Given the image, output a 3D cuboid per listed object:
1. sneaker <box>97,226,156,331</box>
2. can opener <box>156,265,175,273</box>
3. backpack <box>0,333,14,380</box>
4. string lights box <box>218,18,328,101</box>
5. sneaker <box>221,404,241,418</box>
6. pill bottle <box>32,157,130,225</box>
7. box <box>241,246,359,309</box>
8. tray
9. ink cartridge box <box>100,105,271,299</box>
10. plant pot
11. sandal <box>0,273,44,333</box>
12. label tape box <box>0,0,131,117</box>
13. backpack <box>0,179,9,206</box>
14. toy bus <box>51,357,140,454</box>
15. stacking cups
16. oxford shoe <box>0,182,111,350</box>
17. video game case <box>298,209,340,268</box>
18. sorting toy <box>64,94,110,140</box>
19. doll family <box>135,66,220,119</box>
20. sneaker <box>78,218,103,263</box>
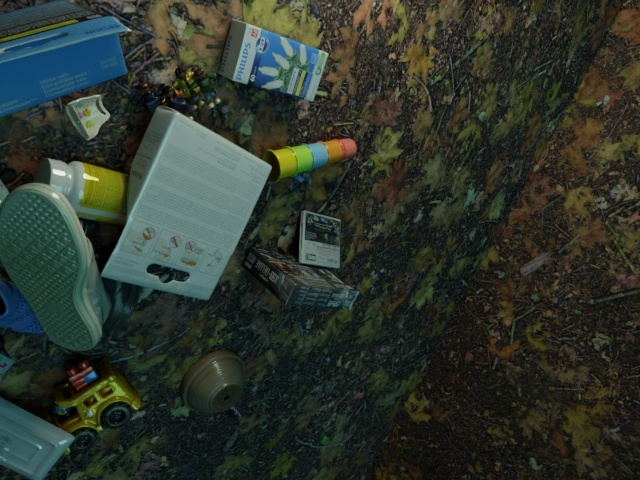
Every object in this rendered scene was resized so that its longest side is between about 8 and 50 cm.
[{"bbox_3d":[-0.506,0.089,1.203,0.130,0.109,0.286,28,86,-43],"label":"sneaker"},{"bbox_3d":[-0.339,-0.033,1.277,0.280,0.093,0.074,-54,152,-2],"label":"can opener"},{"bbox_3d":[-0.792,0.244,0.962,0.225,0.191,0.253,-41,133,-15],"label":"backpack"},{"bbox_3d":[-0.115,-0.448,1.219,0.259,0.077,0.133,-1,118,-44],"label":"string lights box"},{"bbox_3d":[-0.336,0.626,1.772,0.057,0.047,0.119,-37,130,-10],"label":"sneaker"},{"bbox_3d":[-0.497,-0.104,1.051,0.208,0.119,0.119,13,107,-48],"label":"pill bottle"},{"bbox_3d":[-0.060,0.123,1.538,0.307,0.242,0.076,13,107,-49],"label":"box"},{"bbox_3d":[-0.757,0.474,1.161,0.270,0.030,0.145,39,88,-19],"label":"tray"},{"bbox_3d":[-0.316,-0.071,1.141,0.308,0.091,0.385,24,92,-50],"label":"ink cartridge box"},{"bbox_3d":[-0.341,0.497,1.624,0.237,0.110,0.237,-26,133,-31],"label":"plant pot"},{"bbox_3d":[-0.683,0.127,1.016,0.126,0.138,0.317,-50,142,-8],"label":"sandal"},{"bbox_3d":[-0.466,-0.287,0.776,0.249,0.347,0.115,-31,135,-25],"label":"label tape box"},{"bbox_3d":[-0.657,-0.078,0.857,0.166,0.188,0.144,-48,138,-9],"label":"backpack"},{"bbox_3d":[-0.627,0.416,1.277,0.220,0.149,0.211,-33,122,-20],"label":"toy bus"},{"bbox_3d":[-0.018,-0.252,1.434,0.316,0.096,0.096,-20,129,-34],"label":"stacking cups"},{"bbox_3d":[-0.533,0.054,0.999,0.169,0.130,0.449,9,133,0],"label":"oxford shoe"},{"bbox_3d":[0.000,0.000,1.619,0.190,0.022,0.173,11,77,-47],"label":"video game case"},{"bbox_3d":[-0.485,-0.268,1.014,0.075,0.045,0.083,-39,138,-28],"label":"sorting toy"},{"bbox_3d":[-0.327,-0.333,1.097,0.193,0.076,0.111,-39,142,-14],"label":"doll family"},{"bbox_3d":[-0.534,0.010,1.099,0.075,0.063,0.170,0,142,-30],"label":"sneaker"}]
